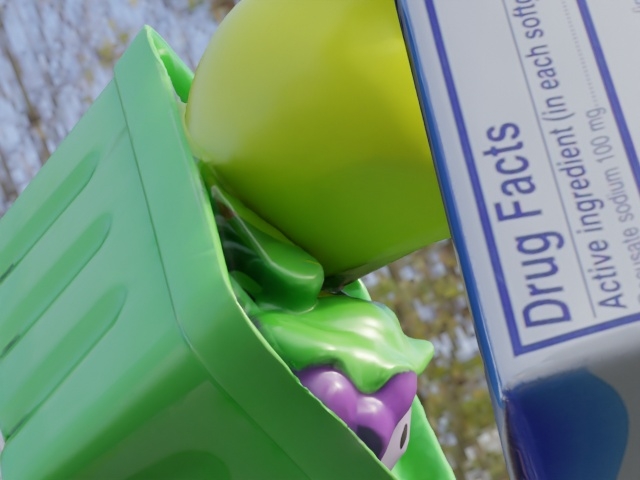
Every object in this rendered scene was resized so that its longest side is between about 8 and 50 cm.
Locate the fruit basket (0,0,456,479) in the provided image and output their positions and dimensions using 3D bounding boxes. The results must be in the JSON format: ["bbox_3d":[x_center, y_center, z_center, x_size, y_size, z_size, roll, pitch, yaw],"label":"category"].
[{"bbox_3d":[0.000,0.000,0.951,0.392,0.392,0.283,-31,-60,17],"label":"fruit basket"}]

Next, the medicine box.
[{"bbox_3d":[0.174,-0.065,0.549,0.289,0.263,0.149,-15,-36,6],"label":"medicine box"}]
